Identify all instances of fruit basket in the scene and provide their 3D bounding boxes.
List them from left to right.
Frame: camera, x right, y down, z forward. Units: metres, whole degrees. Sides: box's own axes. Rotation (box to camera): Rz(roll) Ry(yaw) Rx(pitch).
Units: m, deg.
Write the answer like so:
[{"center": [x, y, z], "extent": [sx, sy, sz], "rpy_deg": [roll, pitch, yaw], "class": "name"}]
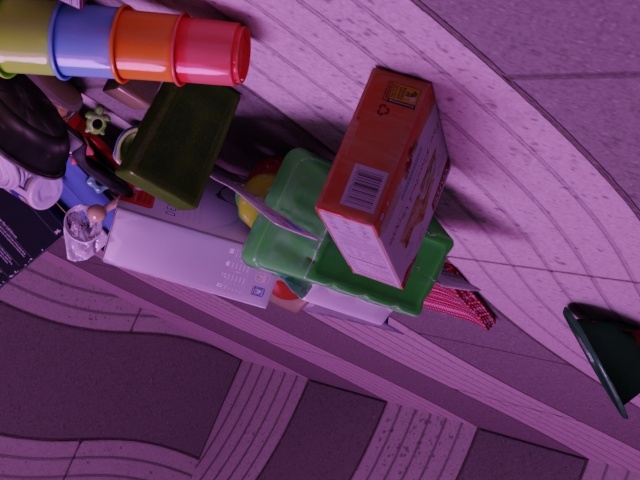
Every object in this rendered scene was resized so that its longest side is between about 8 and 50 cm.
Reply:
[{"center": [-0.014, -0.021, 1.483], "extent": [0.327, 0.165, 0.353], "rpy_deg": [20, -178, -37], "class": "fruit basket"}]

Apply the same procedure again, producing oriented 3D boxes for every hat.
[{"center": [0.474, 0.143, 1.646], "extent": [0.173, 0.184, 0.208], "rpy_deg": [52, -169, -53], "class": "hat"}]

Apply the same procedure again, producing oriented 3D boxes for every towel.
[{"center": [0.162, 0.073, 1.887], "extent": [0.199, 0.031, 0.275], "rpy_deg": [17, 167, 29], "class": "towel"}]

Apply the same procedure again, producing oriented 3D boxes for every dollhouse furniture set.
[{"center": [-0.279, -0.169, 1.356], "extent": [0.302, 0.151, 0.198], "rpy_deg": [31, 166, -31], "class": "dollhouse furniture set"}]

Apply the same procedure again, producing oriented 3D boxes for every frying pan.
[{"center": [-0.315, -0.115, 1.353], "extent": [0.326, 0.053, 0.197], "rpy_deg": [40, -165, -32], "class": "frying pan"}]

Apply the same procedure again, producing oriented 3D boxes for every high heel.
[{"center": [-0.432, -0.155, 1.544], "extent": [0.093, 0.186, 0.261], "rpy_deg": [53, -164, 7], "class": "high heel"}]

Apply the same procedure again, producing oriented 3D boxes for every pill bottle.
[{"center": [-0.468, -0.101, 1.830], "extent": [0.120, 0.067, 0.067], "rpy_deg": [29, 173, 31], "class": "pill bottle"}]

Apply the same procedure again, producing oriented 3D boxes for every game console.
[{"center": [-0.387, -0.087, 1.878], "extent": [0.342, 0.060, 0.386], "rpy_deg": [6, 141, 52], "class": "game console"}]

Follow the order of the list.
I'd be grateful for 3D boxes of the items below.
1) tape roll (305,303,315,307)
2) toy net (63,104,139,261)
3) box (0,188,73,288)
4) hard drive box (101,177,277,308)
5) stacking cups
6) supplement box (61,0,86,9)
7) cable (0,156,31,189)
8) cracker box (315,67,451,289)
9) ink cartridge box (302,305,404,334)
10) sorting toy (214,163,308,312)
[{"center": [-0.120, 0.014, 1.978], "extent": [0.286, 0.100, 0.286], "rpy_deg": [22, 168, 5], "class": "tape roll"}, {"center": [-0.326, -0.073, 1.691], "extent": [0.122, 0.232, 0.045], "rpy_deg": [22, -171, -28], "class": "toy net"}, {"center": [-0.582, -0.063, 1.988], "extent": [0.261, 0.184, 0.103], "rpy_deg": [51, -176, -12], "class": "box"}, {"center": [-0.169, -0.016, 1.599], "extent": [0.232, 0.089, 0.181], "rpy_deg": [16, -153, -11], "class": "hard drive box"}, {"center": [-0.231, -0.199, 1.167], "extent": [0.316, 0.096, 0.096], "rpy_deg": [7, 164, 11], "class": "stacking cups"}, {"center": [-0.259, -0.269, 1.122], "extent": [0.083, 0.055, 0.043], "rpy_deg": [23, 166, -5], "class": "supplement box"}, {"center": [-0.514, -0.185, 1.695], "extent": [0.257, 0.089, 0.257], "rpy_deg": [50, 156, -23], "class": "cable"}, {"center": [0.072, -0.056, 1.202], "extent": [0.067, 0.155, 0.232], "rpy_deg": [19, 168, 16], "class": "cracker box"}, {"center": [0.006, 0.097, 2.193], "extent": [0.333, 0.065, 0.165], "rpy_deg": [11, 163, 48], "class": "ink cartridge box"}, {"center": [-0.100, -0.003, 1.754], "extent": [0.307, 0.041, 0.229], "rpy_deg": [29, 130, -25], "class": "sorting toy"}]
